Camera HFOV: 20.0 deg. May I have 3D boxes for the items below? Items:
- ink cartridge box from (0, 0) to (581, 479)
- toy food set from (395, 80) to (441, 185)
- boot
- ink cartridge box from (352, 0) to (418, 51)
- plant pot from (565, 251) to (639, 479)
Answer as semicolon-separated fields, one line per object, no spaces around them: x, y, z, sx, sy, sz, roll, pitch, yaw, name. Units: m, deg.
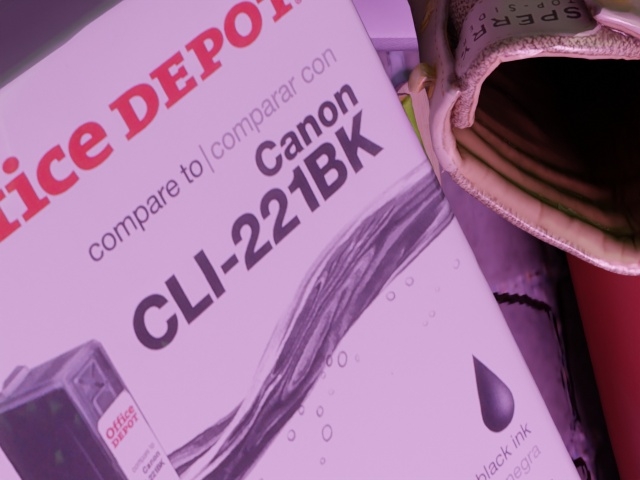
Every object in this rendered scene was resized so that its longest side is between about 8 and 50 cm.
-0.048;0.053;0.559;0.197;0.114;0.273;-42;117;-32;ink cartridge box
0.000;0.000;0.687;0.192;0.038;0.132;-12;96;-47;toy food set
0.045;-0.129;0.586;0.262;0.095;0.203;54;22;-37;boot
0.049;-0.190;0.753;0.224;0.045;0.223;-9;93;-48;ink cartridge box
0.241;0.056;0.802;0.275;0.275;0.243;-25;114;-46;plant pot
